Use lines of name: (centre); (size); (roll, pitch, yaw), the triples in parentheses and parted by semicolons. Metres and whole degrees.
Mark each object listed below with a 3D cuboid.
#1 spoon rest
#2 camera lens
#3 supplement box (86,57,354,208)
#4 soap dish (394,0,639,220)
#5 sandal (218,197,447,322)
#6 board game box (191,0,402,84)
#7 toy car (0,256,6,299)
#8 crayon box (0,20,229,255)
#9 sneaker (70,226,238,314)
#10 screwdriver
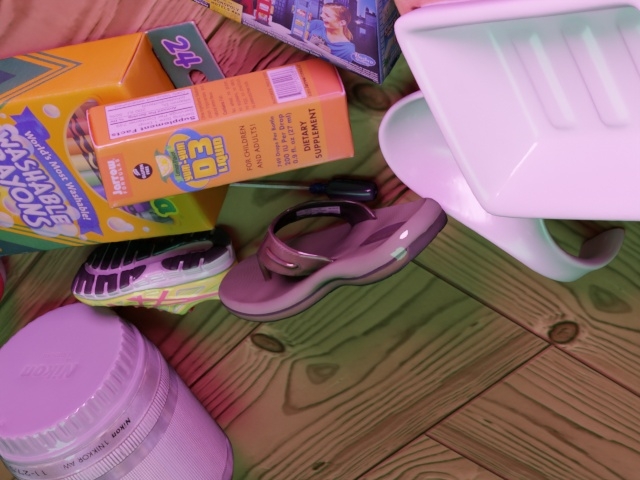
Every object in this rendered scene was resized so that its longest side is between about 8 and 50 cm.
spoon rest: (0.174, -0.047, 1.405); (0.276, 0.084, 0.137); (36, 136, -22)
camera lens: (-0.247, 0.234, 1.759); (0.219, 0.219, 0.274); (-10, 133, 28)
supplement box: (-0.091, -0.099, 1.369); (0.233, 0.080, 0.078); (-12, 128, -3)
soap dish: (0.218, -0.128, 1.189); (0.291, 0.118, 0.229); (1, 127, 50)
sandal: (0.001, -0.001, 1.479); (0.086, 0.120, 0.303); (48, 140, -17)
board game box: (-0.008, -0.248, 1.244); (0.194, 0.060, 0.194); (25, 143, 8)
toy car: (-0.481, 0.083, 1.657); (0.210, 0.238, 0.219); (24, 139, -8)
crayon box: (-0.233, -0.094, 1.493); (0.323, 0.083, 0.203); (-7, 134, 25)
sneaker: (-0.178, 0.050, 1.637); (0.209, 0.081, 0.094); (-7, 136, 25)
screwdriver: (-0.024, -0.051, 1.513); (0.170, 0.025, 0.024); (0, 137, 18)
